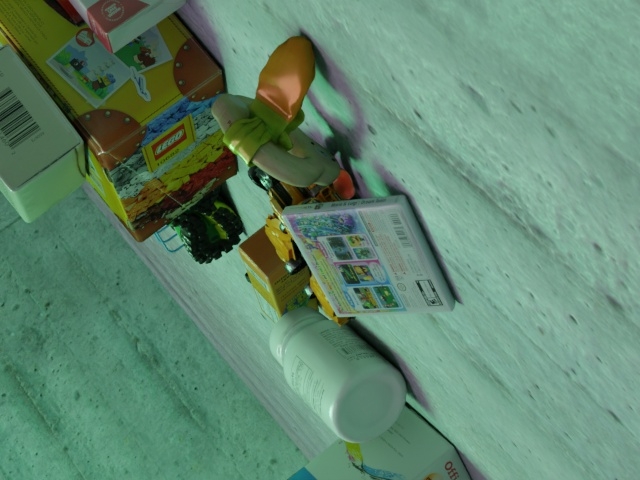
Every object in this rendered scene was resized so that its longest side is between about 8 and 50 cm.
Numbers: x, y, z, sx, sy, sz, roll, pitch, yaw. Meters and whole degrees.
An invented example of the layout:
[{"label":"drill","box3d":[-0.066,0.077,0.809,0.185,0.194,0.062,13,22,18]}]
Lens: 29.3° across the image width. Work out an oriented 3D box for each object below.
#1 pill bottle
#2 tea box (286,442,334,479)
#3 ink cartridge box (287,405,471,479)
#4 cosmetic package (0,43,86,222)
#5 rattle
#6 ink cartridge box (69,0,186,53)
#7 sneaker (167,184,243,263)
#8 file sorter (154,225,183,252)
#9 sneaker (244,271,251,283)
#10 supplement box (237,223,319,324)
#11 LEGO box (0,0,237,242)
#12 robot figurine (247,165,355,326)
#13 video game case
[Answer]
[{"label":"pill bottle","box3d":[0.018,0.194,1.848,0.229,0.131,0.131,39,161,51]},{"label":"tea box","box3d":[0.060,0.545,2.213,0.324,0.329,0.220,51,169,6]},{"label":"ink cartridge box","box3d":[0.098,0.394,1.866,0.168,0.232,0.171,36,159,50]},{"label":"cosmetic package","box3d":[-0.401,-0.132,1.623,0.160,0.113,0.309,53,169,-2]},{"label":"rattle","box3d":[-0.004,-0.127,1.272,0.199,0.143,0.130,19,-168,-40]},{"label":"ink cartridge box","box3d":[-0.261,-0.335,1.441,0.198,0.115,0.067,51,169,9]},{"label":"sneaker","box3d":[-0.245,-0.091,2.046,0.146,0.134,0.344,48,168,28]},{"label":"file sorter","box3d":[-0.316,-0.073,2.447,0.170,0.104,0.118,42,163,46]},{"label":"sneaker","box3d":[-0.075,0.087,2.099,0.089,0.051,0.170,60,164,-11]},{"label":"supplement box","box3d":[-0.061,0.061,1.909,0.080,0.078,0.233,45,167,22]},{"label":"LEGO box","box3d":[-0.352,-0.285,1.737,0.500,0.193,0.372,50,168,13]},{"label":"robot figurine","box3d":[0.000,0.000,1.473,0.211,0.085,0.291,50,169,14]},{"label":"video game case","box3d":[0.052,0.020,1.292,0.143,0.019,0.157,-4,131,30]}]
